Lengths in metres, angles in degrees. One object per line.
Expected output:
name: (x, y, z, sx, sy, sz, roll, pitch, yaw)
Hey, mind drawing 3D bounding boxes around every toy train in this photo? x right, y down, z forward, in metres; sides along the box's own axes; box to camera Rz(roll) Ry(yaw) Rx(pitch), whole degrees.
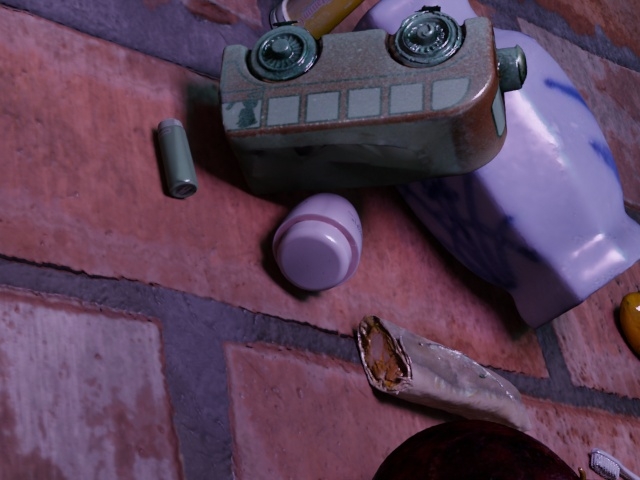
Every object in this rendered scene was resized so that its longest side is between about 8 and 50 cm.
toy train: (0.050, -0.141, 1.464, 0.129, 0.327, 0.159, 67, 22, -57)

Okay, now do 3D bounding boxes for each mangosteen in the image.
mangosteen: (0.172, 0.262, 1.288, 0.261, 0.235, 0.235, -20, 74, -30)

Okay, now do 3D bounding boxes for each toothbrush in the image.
toothbrush: (0.425, 0.322, 1.693, 0.286, 0.020, 0.025, 33, 49, -21)

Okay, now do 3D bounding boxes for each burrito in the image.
burrito: (0.139, 0.152, 1.507, 0.226, 0.060, 0.087, 25, 39, -28)

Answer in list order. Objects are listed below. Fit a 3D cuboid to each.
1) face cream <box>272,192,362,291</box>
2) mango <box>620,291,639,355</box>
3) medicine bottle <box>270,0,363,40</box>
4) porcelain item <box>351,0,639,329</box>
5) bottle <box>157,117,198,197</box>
face cream: (0.000, 0.000, 1.468, 0.091, 0.091, 0.095, 42, 31, -12)
mango: (0.432, 0.113, 1.839, 0.114, 0.060, 0.080, 37, 36, -12)
medicine bottle: (0.036, -0.306, 1.652, 0.074, 0.218, 0.074, 28, 43, -29)
porcelain item: (0.194, -0.104, 1.639, 0.178, 0.242, 0.405, -31, 83, -27)
bottle: (-0.146, -0.084, 1.438, 0.030, 0.030, 0.083, 12, 51, -40)
